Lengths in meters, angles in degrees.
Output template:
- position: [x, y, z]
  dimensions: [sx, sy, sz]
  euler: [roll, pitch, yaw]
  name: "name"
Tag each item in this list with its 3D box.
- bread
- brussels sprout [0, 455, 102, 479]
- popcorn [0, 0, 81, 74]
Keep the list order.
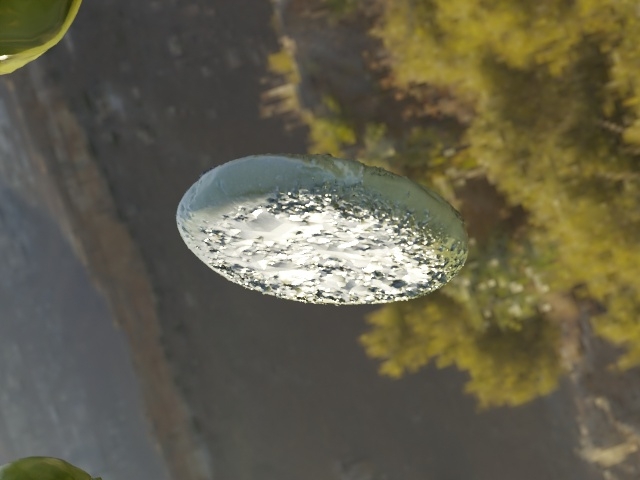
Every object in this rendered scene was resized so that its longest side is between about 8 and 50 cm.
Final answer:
- position: [0.000, 0.000, 1.364]
  dimensions: [0.267, 0.267, 0.040]
  euler: [98, 180, -65]
  name: "bread"
- position: [-0.221, 0.241, 1.193]
  dimensions: [0.122, 0.149, 0.151]
  euler: [100, 151, -76]
  name: "brussels sprout"
- position: [-0.154, -0.210, 0.469]
  dimensions: [0.292, 0.334, 0.293]
  euler: [34, -142, -32]
  name: "popcorn"
